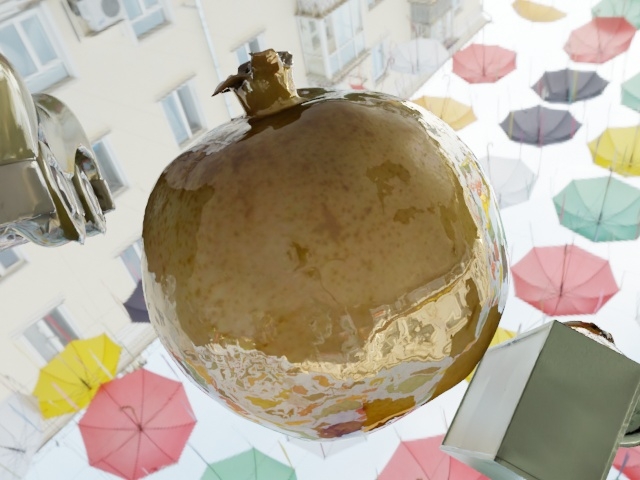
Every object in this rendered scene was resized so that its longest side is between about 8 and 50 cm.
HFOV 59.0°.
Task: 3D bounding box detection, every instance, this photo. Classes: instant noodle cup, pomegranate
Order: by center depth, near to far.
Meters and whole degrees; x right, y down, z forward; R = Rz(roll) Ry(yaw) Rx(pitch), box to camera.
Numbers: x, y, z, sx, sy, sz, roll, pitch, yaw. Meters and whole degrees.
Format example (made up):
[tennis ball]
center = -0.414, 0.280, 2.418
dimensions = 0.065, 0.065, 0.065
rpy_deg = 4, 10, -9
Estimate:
[pomegranate]
center = 0.000, 0.000, 0.474
dimensions = 0.320, 0.319, 0.319
rpy_deg = -6, -137, 6
[instant noodle cup]
center = 0.490, 0.255, 0.998
dimensions = 0.193, 0.192, 0.212
rpy_deg = -12, -174, 0

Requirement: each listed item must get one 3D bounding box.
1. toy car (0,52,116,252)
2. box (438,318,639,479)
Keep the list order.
[toy car]
center = -0.323, -0.064, 0.443
dimensions = 0.242, 0.226, 0.336
rpy_deg = -23, -171, -12
[box]
center = 0.201, 0.171, 0.554
dimensions = 0.086, 0.225, 0.129
rpy_deg = 28, -105, 8
